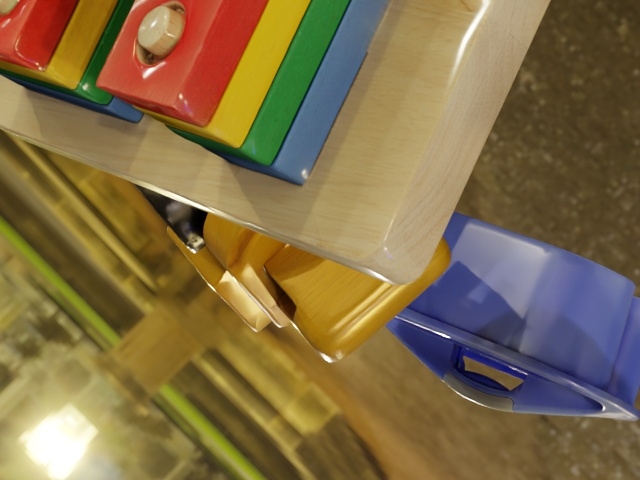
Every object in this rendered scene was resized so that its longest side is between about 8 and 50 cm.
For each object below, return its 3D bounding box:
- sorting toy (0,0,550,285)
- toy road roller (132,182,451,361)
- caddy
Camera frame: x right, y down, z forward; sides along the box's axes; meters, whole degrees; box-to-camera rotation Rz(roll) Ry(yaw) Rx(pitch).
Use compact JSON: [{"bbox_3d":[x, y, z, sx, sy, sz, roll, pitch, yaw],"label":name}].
[{"bbox_3d":[-0.027,-0.145,0.513,0.089,0.255,0.257,29,174,-42],"label":"sorting toy"},{"bbox_3d":[0.000,0.000,1.257,0.240,0.202,0.329,49,177,25],"label":"toy road roller"},{"bbox_3d":[0.207,0.097,1.580,0.341,0.179,0.241,21,175,33],"label":"caddy"}]
